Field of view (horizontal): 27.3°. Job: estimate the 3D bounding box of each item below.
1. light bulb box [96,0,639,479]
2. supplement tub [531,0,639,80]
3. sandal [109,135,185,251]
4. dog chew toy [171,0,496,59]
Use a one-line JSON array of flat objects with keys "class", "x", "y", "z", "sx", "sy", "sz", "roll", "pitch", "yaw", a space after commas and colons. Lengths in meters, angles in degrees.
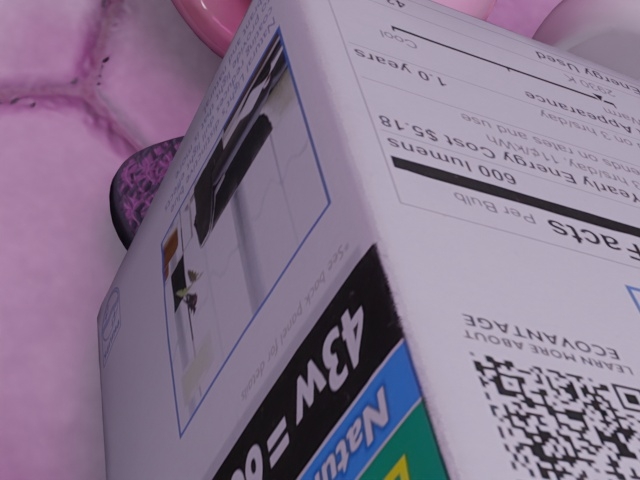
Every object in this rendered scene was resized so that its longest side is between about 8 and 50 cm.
[{"class": "light bulb box", "x": 0.119, "y": 0.110, "z": 0.519, "sx": 0.358, "sy": 0.225, "sz": 0.361, "roll": 16, "pitch": 34, "yaw": -22}, {"class": "supplement tub", "x": 0.272, "y": -0.107, "z": 0.810, "sx": 0.272, "sy": 0.191, "sz": 0.191, "roll": -31, "pitch": 81, "yaw": -32}, {"class": "sandal", "x": 0.001, "y": 0.001, "z": 0.728, "sx": 0.255, "sy": 0.054, "sz": 0.097, "roll": 6, "pitch": 70, "yaw": -32}, {"class": "dog chew toy", "x": 0.044, "y": -0.229, "z": 0.772, "sx": 0.207, "sy": 0.206, "sz": 0.332, "roll": 39, "pitch": 49, "yaw": -2}]
